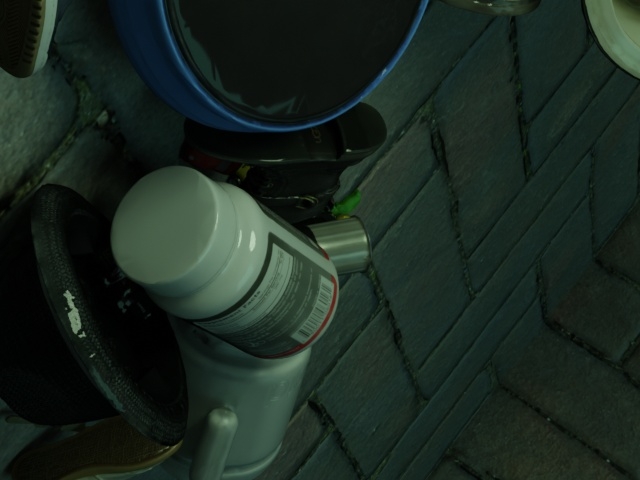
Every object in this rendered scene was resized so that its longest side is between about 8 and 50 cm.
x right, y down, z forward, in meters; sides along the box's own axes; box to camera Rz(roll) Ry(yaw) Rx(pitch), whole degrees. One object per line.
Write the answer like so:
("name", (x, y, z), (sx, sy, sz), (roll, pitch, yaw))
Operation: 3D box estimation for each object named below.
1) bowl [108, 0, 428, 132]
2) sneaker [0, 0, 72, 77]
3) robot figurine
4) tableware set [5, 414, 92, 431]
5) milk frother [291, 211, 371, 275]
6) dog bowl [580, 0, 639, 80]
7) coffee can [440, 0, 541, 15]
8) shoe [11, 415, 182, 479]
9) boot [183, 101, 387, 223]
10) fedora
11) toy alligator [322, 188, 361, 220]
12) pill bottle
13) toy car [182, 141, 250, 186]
("bowl", (-0.031, -0.291, 1.308), (0.391, 0.077, 0.391), (-19, 120, -36))
("sneaker", (-0.212, -0.278, 1.121), (0.153, 0.099, 0.282), (-31, 144, -42))
("robot figurine", (-0.131, 0.196, 1.788), (0.300, 0.200, 0.353), (-77, -176, -54))
("tableware set", (-0.304, 0.176, 1.636), (0.128, 0.039, 0.194), (-47, 153, 10))
("milk frother", (-0.008, -0.020, 1.811), (0.135, 0.129, 0.143), (-11, 145, -23))
("dog bowl", (0.498, -0.387, 1.615), (0.408, 0.150, 0.408), (-6, 135, -6))
("coffee can", (0.221, -0.444, 1.614), (0.201, 0.201, 0.275), (-29, 146, -47))
("shoe", (-0.284, 0.275, 1.685), (0.219, 0.076, 0.058), (-13, 156, -8))
("boot", (-0.064, -0.077, 1.543), (0.263, 0.091, 0.229), (1, 155, -27))
("fedora", (-0.267, 0.102, 1.390), (0.153, 0.334, 0.334), (-26, 157, 6))
("toy alligator", (0.000, 0.000, 1.984), (0.051, 0.056, 0.189), (20, 110, -23))
("pill bottle", (-0.107, 0.027, 1.500), (0.161, 0.161, 0.283), (-55, 147, -1))
("toy car", (-0.060, -0.137, 1.669), (0.225, 0.053, 0.239), (-51, 157, -10))
